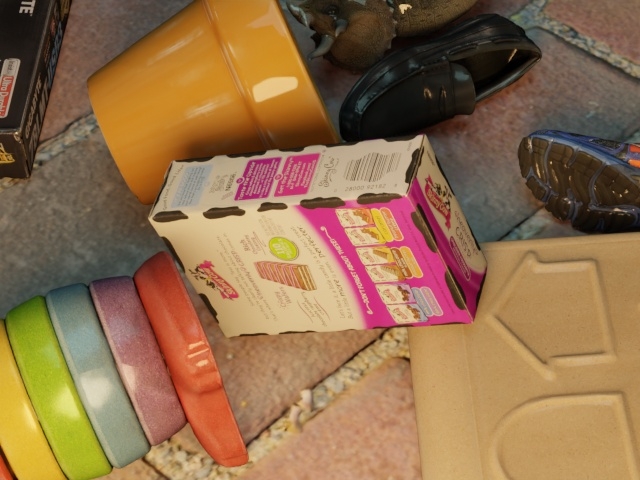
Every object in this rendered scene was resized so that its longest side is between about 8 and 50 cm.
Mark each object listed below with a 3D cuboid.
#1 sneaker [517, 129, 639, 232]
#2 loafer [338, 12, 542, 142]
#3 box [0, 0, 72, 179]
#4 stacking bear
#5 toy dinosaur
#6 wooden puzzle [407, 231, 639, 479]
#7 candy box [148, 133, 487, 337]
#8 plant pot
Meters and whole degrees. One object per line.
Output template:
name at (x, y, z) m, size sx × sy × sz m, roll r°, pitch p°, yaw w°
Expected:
sneaker at (0.283, -0.053, 1.671) m, size 0.221 × 0.083 × 0.087 m, roll 18°, pitch 36°, yaw 14°
loafer at (0.114, -0.148, 1.766) m, size 0.223 × 0.076 × 0.078 m, roll -30°, pitch 43°, yaw -28°
box at (-0.409, -0.181, 1.844) m, size 0.293 × 0.073 × 0.295 m, roll 0°, pitch 46°, yaw 5°
stacking bear at (-0.226, 0.131, 1.472) m, size 0.289 × 0.175 × 0.164 m, roll -21°, pitch 50°, yaw -6°
toy dinosaur at (0.089, -0.257, 1.871) m, size 0.313 × 0.121 × 0.160 m, roll -19°, pitch 59°, yaw -20°
wooden puzzle at (0.250, 0.126, 1.494) m, size 0.348 × 0.080 × 0.322 m, roll -7°, pitch 45°, yaw 4°
candy box at (0.000, 0.000, 1.527) m, size 0.233 × 0.159 × 0.071 m, roll -5°, pitch 46°, yaw 25°
plant pot at (-0.101, -0.126, 1.693) m, size 0.188 × 0.205 × 0.205 m, roll -24°, pitch 47°, yaw 2°
